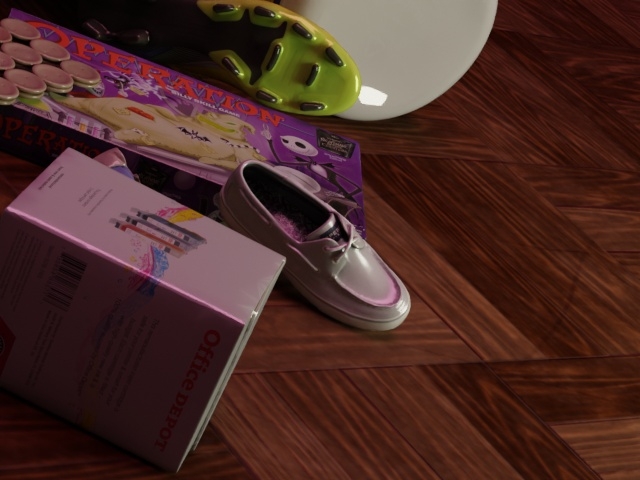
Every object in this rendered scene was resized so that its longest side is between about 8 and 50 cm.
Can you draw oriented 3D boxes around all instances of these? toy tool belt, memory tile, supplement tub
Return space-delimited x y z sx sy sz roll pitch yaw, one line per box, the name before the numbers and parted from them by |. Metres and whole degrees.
toy tool belt | -0.173 -0.037 1.522 0.051 0.052 0.083 -20 38 -15
memory tile | -0.263 -0.151 1.591 0.113 0.012 0.148 35 26 21
supplement tub | 0.013 -0.302 1.988 0.241 0.241 0.331 8 30 -33

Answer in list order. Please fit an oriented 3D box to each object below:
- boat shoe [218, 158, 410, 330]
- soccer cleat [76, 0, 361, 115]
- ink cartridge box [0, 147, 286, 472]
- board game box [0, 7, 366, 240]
boat shoe | 0.000 0.000 1.539 0.184 0.063 0.066 43 61 8
soccer cleat | -0.090 -0.193 1.810 0.289 0.093 0.121 18 10 12
ink cartridge box | -0.134 0.045 1.284 0.176 0.128 0.127 27 24 2
board game box | -0.128 -0.089 1.665 0.346 0.056 0.208 20 20 -11
